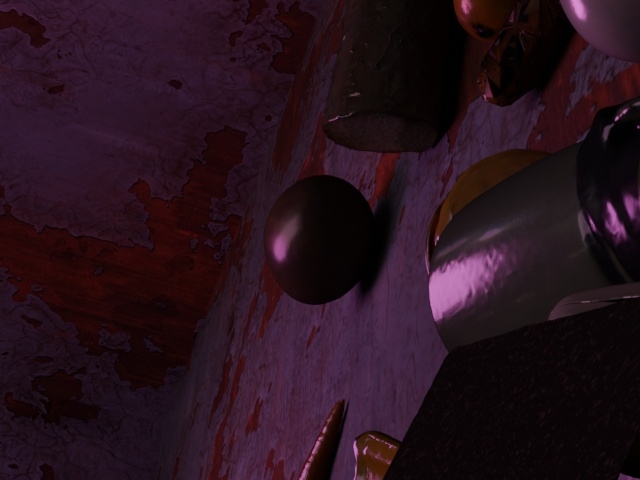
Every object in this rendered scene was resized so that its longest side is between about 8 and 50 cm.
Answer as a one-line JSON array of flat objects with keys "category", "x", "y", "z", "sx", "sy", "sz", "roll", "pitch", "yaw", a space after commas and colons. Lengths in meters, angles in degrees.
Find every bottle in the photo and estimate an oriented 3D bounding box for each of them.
[{"category": "bottle", "x": 0.207, "y": 0.002, "z": 0.968, "sx": 0.347, "sy": 0.168, "sz": 0.169, "roll": 142, "pitch": 143, "yaw": -65}]

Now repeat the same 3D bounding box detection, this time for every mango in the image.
[{"category": "mango", "x": 0.210, "y": -0.329, "z": 1.604, "sx": 0.157, "sy": 0.108, "sz": 0.262, "roll": 104, "pitch": -178, "yaw": -60}]

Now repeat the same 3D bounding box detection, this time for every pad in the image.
[{"category": "pad", "x": 0.086, "y": 0.135, "z": 0.805, "sx": 0.220, "sy": 0.004, "sz": 0.330, "roll": -61, "pitch": 10, "yaw": -17}]

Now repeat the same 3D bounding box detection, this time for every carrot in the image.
[{"category": "carrot", "x": -0.007, "y": 0.315, "z": 1.978, "sx": 0.048, "sy": 0.048, "sz": 0.216, "roll": 175, "pitch": 115, "yaw": -79}, {"category": "carrot", "x": 0.226, "y": -0.233, "z": 1.483, "sx": 0.069, "sy": 0.069, "sz": 0.229, "roll": -86, "pitch": 16, "yaw": -48}]

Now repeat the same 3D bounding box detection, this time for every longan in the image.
[{"category": "longan", "x": 0.000, "y": 0.000, "z": 2.083, "sx": 0.204, "sy": 0.159, "sz": 0.185, "roll": 22, "pitch": -98, "yaw": -83}]

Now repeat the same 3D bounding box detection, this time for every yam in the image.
[{"category": "yam", "x": 0.095, "y": -0.236, "z": 1.929, "sx": 0.161, "sy": 0.161, "sz": 0.268, "roll": 124, "pitch": 158, "yaw": -60}]

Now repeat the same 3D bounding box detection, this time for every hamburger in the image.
[{"category": "hamburger", "x": 0.166, "y": 0.005, "z": 1.210, "sx": 0.115, "sy": 0.162, "sz": 0.162, "roll": 121, "pitch": 162, "yaw": -72}]

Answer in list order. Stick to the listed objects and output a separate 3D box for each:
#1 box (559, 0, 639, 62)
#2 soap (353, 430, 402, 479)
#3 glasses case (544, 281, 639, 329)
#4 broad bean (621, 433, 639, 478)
[{"category": "box", "x": 0.271, "y": -0.319, "z": 1.154, "sx": 0.349, "sy": 0.141, "sz": 0.289, "roll": -89, "pitch": 19, "yaw": -57}, {"category": "soap", "x": 0.126, "y": 0.219, "z": 0.964, "sx": 0.096, "sy": 0.204, "sz": 0.324, "roll": -62, "pitch": 10, "yaw": -7}, {"category": "glasses case", "x": 0.219, "y": 0.059, "z": 0.817, "sx": 0.204, "sy": 0.081, "sz": 0.051, "roll": -7, "pitch": 35, "yaw": 41}, {"category": "broad bean", "x": 0.235, "y": 0.118, "z": 0.910, "sx": 0.077, "sy": 0.061, "sz": 0.339, "roll": -61, "pitch": 9, "yaw": -10}]
